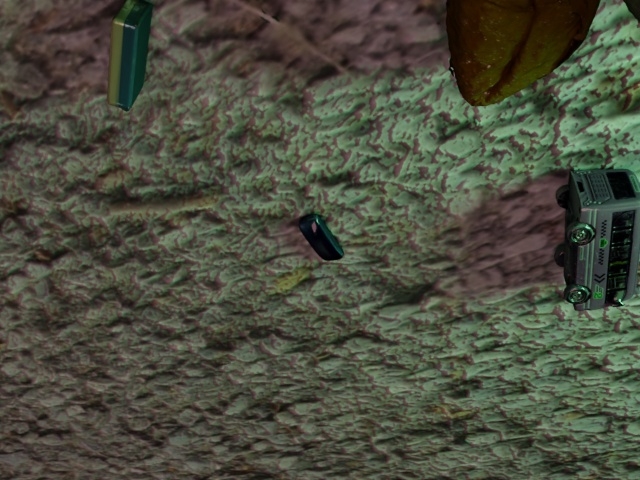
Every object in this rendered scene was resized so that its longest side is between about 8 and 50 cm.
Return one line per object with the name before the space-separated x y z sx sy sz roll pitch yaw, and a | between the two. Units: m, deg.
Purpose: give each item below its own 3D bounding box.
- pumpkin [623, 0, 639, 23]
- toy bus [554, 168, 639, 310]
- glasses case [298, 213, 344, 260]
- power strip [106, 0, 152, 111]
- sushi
pumpkin | 0.351 -0.278 0.595 0.292 0.257 0.327 -7 122 -4
toy bus | 0.346 0.002 0.987 0.099 0.086 0.178 -5 130 7
glasses case | 0.000 0.000 1.093 0.034 0.023 0.083 -18 127 23
power strip | -0.219 -0.209 0.911 0.032 0.056 0.123 16 135 -3
sushi | 0.189 -0.231 0.741 0.149 0.140 0.287 -7 156 5
